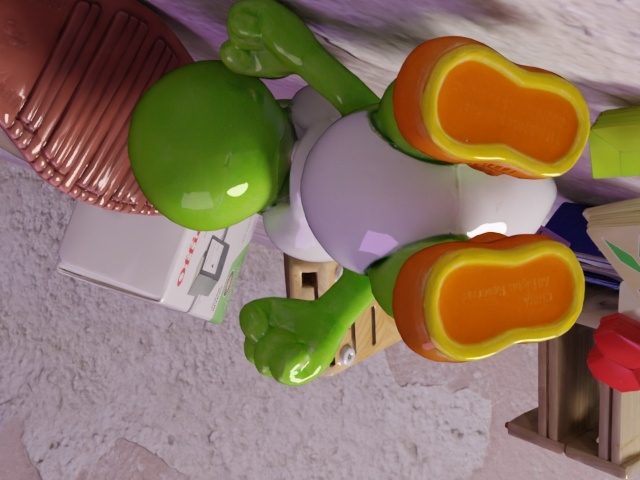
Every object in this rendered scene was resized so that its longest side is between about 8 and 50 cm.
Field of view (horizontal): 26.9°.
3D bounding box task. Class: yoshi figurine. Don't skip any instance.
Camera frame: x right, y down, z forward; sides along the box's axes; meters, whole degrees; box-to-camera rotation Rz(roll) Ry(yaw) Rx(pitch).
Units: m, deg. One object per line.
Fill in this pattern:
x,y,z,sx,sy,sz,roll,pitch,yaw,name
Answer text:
-0.009,-0.038,0.801,0.203,0.203,0.362,50,167,-21,yoshi figurine

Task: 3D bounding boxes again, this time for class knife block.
0.000,0.000,1.081,0.242,0.088,0.275,14,-155,40,knife block

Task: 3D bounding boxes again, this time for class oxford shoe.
-0.220,-0.140,0.940,0.146,0.140,0.397,28,174,41,oxford shoe

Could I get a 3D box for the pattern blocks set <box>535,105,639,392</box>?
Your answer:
0.254,0.024,0.801,0.325,0.026,0.285,5,142,48,pattern blocks set

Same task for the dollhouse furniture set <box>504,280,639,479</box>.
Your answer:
0.260,0.094,1.115,0.183,0.129,0.129,-15,-159,-38,dollhouse furniture set

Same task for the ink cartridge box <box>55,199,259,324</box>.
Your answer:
-0.145,-0.031,1.349,0.114,0.198,0.273,18,176,9,ink cartridge box

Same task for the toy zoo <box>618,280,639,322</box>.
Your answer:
0.338,0.082,0.957,0.192,0.030,0.293,-9,141,30,toy zoo

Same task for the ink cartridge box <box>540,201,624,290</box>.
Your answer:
0.317,0.039,1.116,0.371,0.069,0.175,20,177,-40,ink cartridge box
